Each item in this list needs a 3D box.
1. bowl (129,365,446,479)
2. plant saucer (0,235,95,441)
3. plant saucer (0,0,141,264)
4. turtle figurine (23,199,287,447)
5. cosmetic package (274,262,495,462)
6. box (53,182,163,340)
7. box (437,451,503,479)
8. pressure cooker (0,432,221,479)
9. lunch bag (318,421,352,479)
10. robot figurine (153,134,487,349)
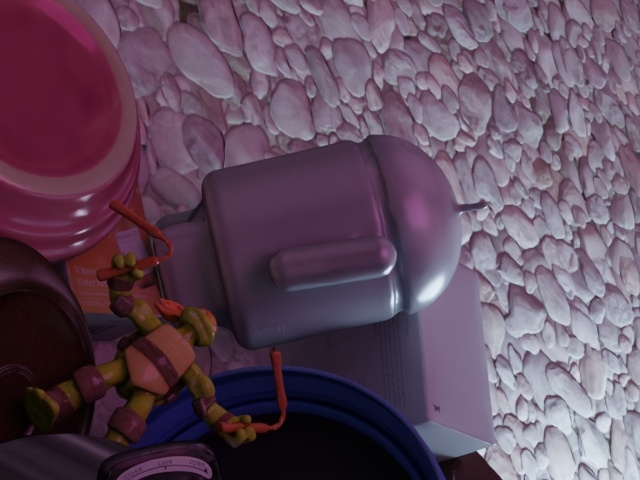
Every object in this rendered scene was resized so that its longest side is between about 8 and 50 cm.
[{"bbox_3d":[-0.053,0.313,1.459,0.077,0.391,0.391,59,24,-62],"label":"bowl"},{"bbox_3d":[-0.298,0.152,1.388,0.310,0.050,0.310,-22,117,-55],"label":"plant saucer"},{"bbox_3d":[-0.304,-0.139,1.494,0.332,0.084,0.332,24,51,-33],"label":"plant saucer"},{"bbox_3d":[-0.172,0.112,1.433,0.217,0.087,0.269,-39,97,-35],"label":"turtle figurine"},{"bbox_3d":[0.073,0.152,1.817,0.138,0.225,0.224,24,53,-42],"label":"cosmetic package"},{"bbox_3d":[-0.252,0.012,1.604,0.130,0.091,0.170,4,67,-50],"label":"box"},{"bbox_3d":[0.151,0.379,1.834,0.203,0.167,0.168,48,40,-22],"label":"box"},{"bbox_3d":[-0.143,0.346,1.142,0.370,0.420,0.375,48,70,-29],"label":"pressure cooker"},{"bbox_3d":[-0.032,0.334,1.576,0.138,0.221,0.293,39,44,-40],"label":"lunch bag"},{"bbox_3d":[0.000,0.000,1.659,0.300,0.353,0.199,-114,-168,-75],"label":"robot figurine"}]
